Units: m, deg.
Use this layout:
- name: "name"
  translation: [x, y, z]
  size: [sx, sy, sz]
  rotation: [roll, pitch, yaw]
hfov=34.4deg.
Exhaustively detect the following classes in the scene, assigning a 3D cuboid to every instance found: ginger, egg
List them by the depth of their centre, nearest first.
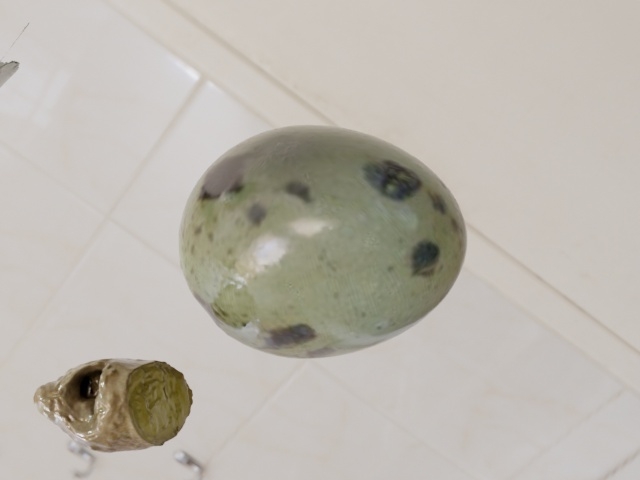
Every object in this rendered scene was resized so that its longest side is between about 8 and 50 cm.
- name: "ginger"
  translation: [-0.295, 0.232, 1.463]
  size: [0.221, 0.276, 0.130]
  rotation: [-5, 79, 32]
- name: "egg"
  translation: [0.000, 0.000, 1.516]
  size: [0.428, 0.345, 0.345]
  rotation: [-5, 35, 25]

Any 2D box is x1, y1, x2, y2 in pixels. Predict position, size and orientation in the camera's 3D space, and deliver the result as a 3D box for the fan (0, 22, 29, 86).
- name: "fan"
  translation: [-0.511, -0.258, 1.613]
  size: [0.310, 0.010, 0.182]
  rotation: [-31, 12, 48]
